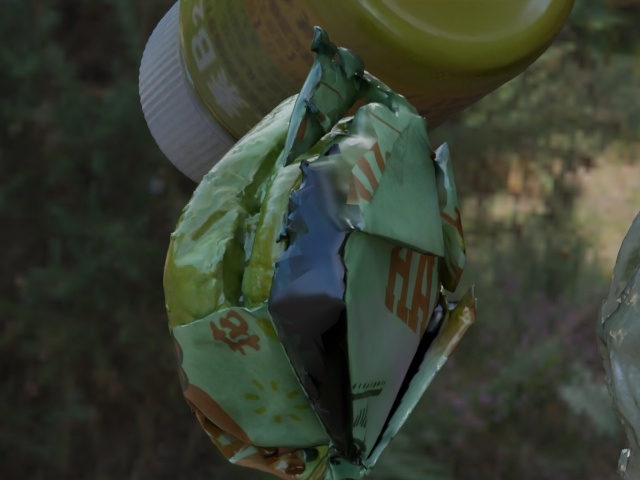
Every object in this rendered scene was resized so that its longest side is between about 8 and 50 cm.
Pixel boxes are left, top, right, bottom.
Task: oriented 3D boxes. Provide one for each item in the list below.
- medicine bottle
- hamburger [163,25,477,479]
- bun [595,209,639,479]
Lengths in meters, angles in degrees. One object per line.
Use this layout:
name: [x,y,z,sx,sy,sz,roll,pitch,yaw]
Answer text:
medicine bottle: [0.010,-0.167,1.481,0.224,0.224,0.384,2,-14,-23]
hamburger: [0.001,-0.002,1.050,0.125,0.235,0.214,-2,41,25]
bun: [0.311,0.110,1.362,0.219,0.365,0.365,-13,0,22]
